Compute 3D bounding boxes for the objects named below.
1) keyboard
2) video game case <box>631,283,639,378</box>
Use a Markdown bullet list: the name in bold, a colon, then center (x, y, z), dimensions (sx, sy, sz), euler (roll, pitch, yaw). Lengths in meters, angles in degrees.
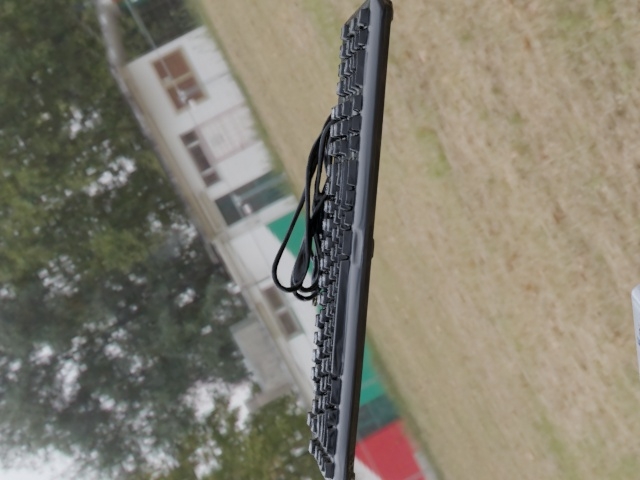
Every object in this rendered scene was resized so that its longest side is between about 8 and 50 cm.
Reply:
- **keyboard**: center (0.000, 0.000, 0.371), dimensions (0.100, 0.038, 0.192), euler (-159, 74, -86)
- **video game case**: center (0.462, 0.046, 0.862), dimensions (0.036, 0.329, 0.300), euler (62, -177, 37)
